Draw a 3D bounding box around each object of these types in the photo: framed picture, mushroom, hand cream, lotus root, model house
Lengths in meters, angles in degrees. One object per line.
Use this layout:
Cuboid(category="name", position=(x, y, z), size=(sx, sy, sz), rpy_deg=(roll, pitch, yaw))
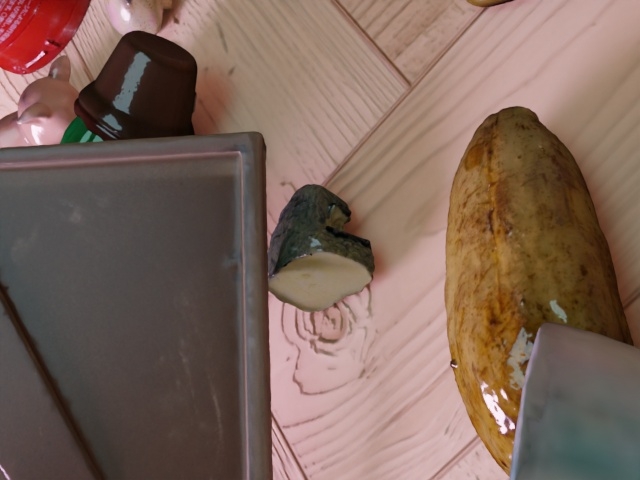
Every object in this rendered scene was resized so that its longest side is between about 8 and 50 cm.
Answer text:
Cuboid(category="framed picture", position=(-0.195, 0.146, 0.698), size=(0.326, 0.028, 0.446), rpy_deg=(-2, 81, 5))
Cuboid(category="mushroom", position=(-0.182, -0.242, 0.965), size=(0.083, 0.067, 0.083), rpy_deg=(173, 90, -69))
Cuboid(category="hand cream", position=(-0.360, -0.296, 1.095), size=(0.193, 0.125, 0.193), rpy_deg=(-13, 69, 34))
Cuboid(category="lotus root", position=(0.125, 0.035, 0.591), size=(0.110, 0.097, 0.258), rpy_deg=(-28, 55, 33))
Cuboid(category="model house", position=(0.000, 0.000, 0.739), size=(0.079, 0.066, 0.083), rpy_deg=(-36, 36, 38))

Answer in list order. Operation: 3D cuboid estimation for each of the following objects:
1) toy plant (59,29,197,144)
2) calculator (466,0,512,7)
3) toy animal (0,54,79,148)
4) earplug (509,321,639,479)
Cuboid(category="toy plant", position=(-0.173, -0.085, 0.884), size=(0.143, 0.105, 0.200), rpy_deg=(38, 118, 29))
Cuboid(category="calculator", position=(0.179, -0.261, 0.690), size=(0.236, 0.033, 0.157), rpy_deg=(-24, 61, 34))
Cuboid(category="toy animal", position=(-0.296, -0.116, 1.005), size=(0.150, 0.089, 0.083), rpy_deg=(-41, 56, 33))
Cuboid(category="earplug", position=(0.242, 0.144, 0.390), size=(0.324, 0.185, 0.185), rpy_deg=(6, 78, 17))
